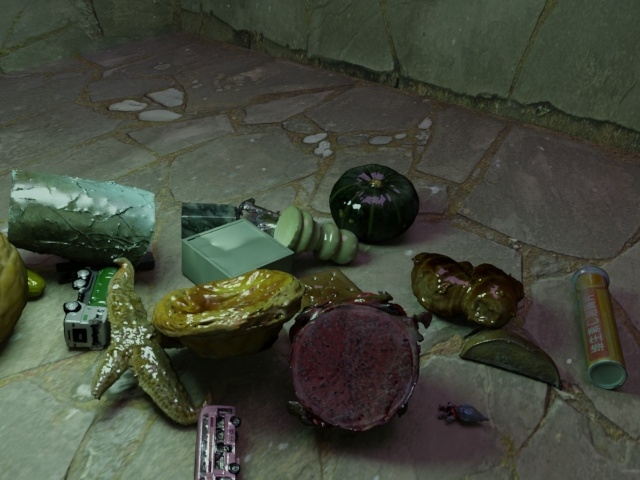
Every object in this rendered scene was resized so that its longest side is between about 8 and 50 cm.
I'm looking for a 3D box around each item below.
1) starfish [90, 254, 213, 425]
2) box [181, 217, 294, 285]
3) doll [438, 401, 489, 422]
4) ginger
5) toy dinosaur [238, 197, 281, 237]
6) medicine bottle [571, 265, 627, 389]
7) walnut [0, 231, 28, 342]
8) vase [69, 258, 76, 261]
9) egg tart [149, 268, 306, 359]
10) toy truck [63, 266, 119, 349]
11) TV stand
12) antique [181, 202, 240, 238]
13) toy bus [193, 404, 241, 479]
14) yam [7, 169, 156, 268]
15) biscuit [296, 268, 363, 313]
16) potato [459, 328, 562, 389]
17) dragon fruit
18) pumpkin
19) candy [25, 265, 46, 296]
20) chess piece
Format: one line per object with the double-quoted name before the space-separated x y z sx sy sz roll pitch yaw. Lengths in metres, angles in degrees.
"starfish" -0.366 0.218 1.413 0.324 0.082 0.432 16 32 -17
"box" -0.234 0.064 1.719 0.225 0.117 0.225 -23 44 -40
"doll" 0.327 0.394 1.388 0.114 0.039 0.057 4 -4 14
"ginger" 0.405 0.121 1.711 0.357 0.152 0.274 15 29 32
"toy dinosaur" -0.167 -0.045 1.947 0.162 0.077 0.294 -5 31 -18
"medicine bottle" 0.772 0.228 1.685 0.108 0.108 0.426 13 33 9
"walnut" -0.822 0.116 1.356 0.333 0.333 0.333 6 32 -3
"vase" -0.657 -0.030 1.799 0.115 0.115 0.237 24 31 24
"egg tart" -0.198 0.172 1.365 0.352 0.150 0.352 -9 11 2
"toy truck" -0.558 0.159 1.514 0.125 0.101 0.242 5 32 -10
"TV stand" -0.597 0.073 1.696 0.256 0.040 0.049 -9 35 -25
"antique" -0.345 -0.060 1.919 0.183 0.088 0.086 1 34 -11
"toy bus" -0.204 0.419 1.205 0.090 0.063 0.203 6 33 -13
"yam" -0.623 -0.053 1.572 0.348 0.241 0.241 11 28 -25
"biscuit" 0.050 0.184 1.660 0.217 0.044 0.325 -15 38 -29
"potato" 0.501 0.272 1.560 0.261 0.100 0.120 15 33 11
"dragon fruit" 0.083 0.262 1.367 0.314 0.296 0.263 -3 -2 0
"pumpkin" 0.173 -0.118 2.022 0.300 0.207 0.300 5 45 -5
"candy" -0.805 0.098 1.568 0.199 0.094 0.106 17 31 2
"chess piece" 0.000 0.000 1.828 0.251 0.144 0.144 18 25 -30
